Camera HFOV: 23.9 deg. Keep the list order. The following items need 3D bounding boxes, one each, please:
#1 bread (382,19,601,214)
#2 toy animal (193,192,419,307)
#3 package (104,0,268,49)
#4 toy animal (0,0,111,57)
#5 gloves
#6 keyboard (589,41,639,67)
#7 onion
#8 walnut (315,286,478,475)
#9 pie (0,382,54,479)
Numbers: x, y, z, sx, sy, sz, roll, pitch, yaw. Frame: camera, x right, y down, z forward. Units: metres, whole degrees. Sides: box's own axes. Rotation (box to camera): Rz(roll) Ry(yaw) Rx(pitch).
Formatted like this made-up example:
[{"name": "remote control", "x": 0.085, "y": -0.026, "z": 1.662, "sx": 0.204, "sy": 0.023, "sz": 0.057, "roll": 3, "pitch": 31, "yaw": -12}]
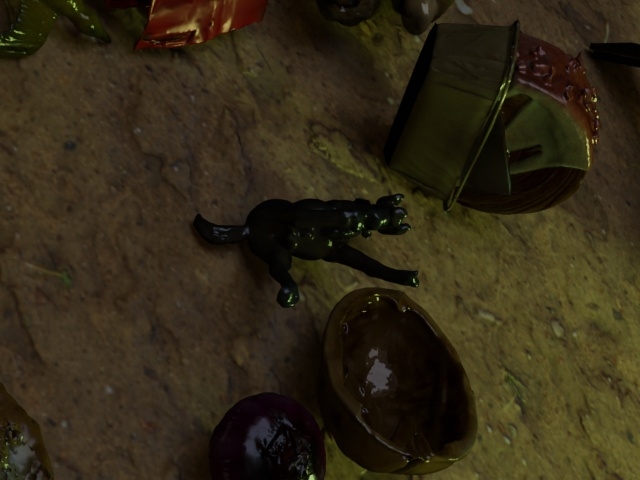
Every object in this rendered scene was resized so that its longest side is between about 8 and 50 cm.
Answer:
[{"name": "bread", "x": 0.186, "y": -0.120, "z": 1.607, "sx": 0.212, "sy": 0.224, "sz": 0.142, "roll": 20, "pitch": 46, "yaw": -1}, {"name": "toy animal", "x": 0.000, "y": 0.000, "z": 1.454, "sx": 0.233, "sy": 0.148, "sz": 0.084, "roll": -8, "pitch": 104, "yaw": -30}, {"name": "package", "x": -0.215, "y": -0.392, "z": 1.530, "sx": 0.196, "sy": 0.123, "sz": 0.423, "roll": -28, "pitch": 80, "yaw": -46}, {"name": "toy animal", "x": -0.245, "y": -0.243, "z": 1.425, "sx": 0.095, "sy": 0.219, "sz": 0.155, "roll": 48, "pitch": 1, "yaw": 22}, {"name": "gloves", "x": 0.072, "y": -0.332, "z": 1.710, "sx": 0.203, "sy": 0.155, "sz": 0.356, "roll": 55, "pitch": 26, "yaw": -6}, {"name": "keyboard", "x": 0.495, "y": -0.217, "z": 1.932, "sx": 0.106, "sy": 0.317, "sz": 0.027, "roll": -5, "pitch": 108, "yaw": -40}, {"name": "onion", "x": -0.041, "y": 0.186, "z": 1.282, "sx": 0.115, "sy": 0.104, "sz": 0.115, "roll": 3, "pitch": 84, "yaw": -33}, {"name": "walnut", "x": 0.059, "y": 0.146, "z": 1.408, "sx": 0.167, "sy": 0.087, "sz": 0.211, "roll": 25, "pitch": 37, "yaw": -17}, {"name": "pie", "x": -0.316, "y": 0.181, "z": 1.058, "sx": 0.308, "sy": 0.085, "sz": 0.308, "roll": 20, "pitch": 55, "yaw": -31}]
